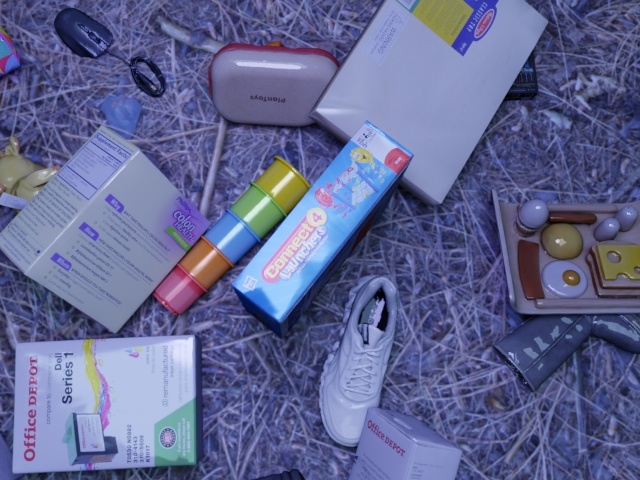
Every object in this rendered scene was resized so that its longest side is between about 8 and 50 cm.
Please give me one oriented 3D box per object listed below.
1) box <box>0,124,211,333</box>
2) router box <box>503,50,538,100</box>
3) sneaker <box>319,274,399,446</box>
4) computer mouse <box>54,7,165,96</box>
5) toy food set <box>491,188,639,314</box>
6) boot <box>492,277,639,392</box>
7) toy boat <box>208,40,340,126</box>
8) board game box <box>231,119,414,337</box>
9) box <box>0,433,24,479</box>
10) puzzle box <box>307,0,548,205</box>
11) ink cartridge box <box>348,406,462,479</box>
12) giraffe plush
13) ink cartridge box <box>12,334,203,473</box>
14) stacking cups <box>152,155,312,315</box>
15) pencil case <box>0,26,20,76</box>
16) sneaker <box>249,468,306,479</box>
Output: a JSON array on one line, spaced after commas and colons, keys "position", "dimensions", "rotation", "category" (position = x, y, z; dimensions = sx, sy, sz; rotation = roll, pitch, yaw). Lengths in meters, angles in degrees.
[{"position": [-0.335, -0.014, 1.127], "dimensions": [0.117, 0.213, 0.243], "rotation": [33, 78, 37], "category": "box"}, {"position": [0.338, -0.310, 1.330], "dimensions": [0.123, 0.038, 0.092], "rotation": [-2, 80, -5], "category": "router box"}, {"position": [0.067, 0.193, 1.178], "dimensions": [0.110, 0.118, 0.291], "rotation": [13, 80, -3], "category": "sneaker"}, {"position": [-0.380, -0.342, 1.288], "dimensions": [0.242, 0.041, 0.071], "rotation": [34, 78, 2], "category": "computer mouse"}, {"position": [0.452, 0.008, 1.217], "dimensions": [0.307, 0.092, 0.219], "rotation": [0, 60, -3], "category": "toy food set"}, {"position": [0.432, 0.183, 1.224], "dimensions": [0.208, 0.076, 0.190], "rotation": [-40, 70, -17], "category": "boot"}, {"position": [-0.078, -0.296, 1.265], "dimensions": [0.231, 0.151, 0.151], "rotation": [4, 50, -3], "category": "toy boat"}, {"position": [0.000, 0.000, 1.112], "dimensions": [0.086, 0.308, 0.302], "rotation": [37, 79, 5], "category": "board game box"}, {"position": [-0.552, 0.364, 1.075], "dimensions": [0.130, 0.170, 0.091], "rotation": [-32, 84, -9], "category": "box"}, {"position": [0.195, -0.300, 1.236], "dimensions": [0.272, 0.052, 0.408], "rotation": [35, 78, -13], "category": "puzzle box"}, {"position": [0.114, 0.387, 1.091], "dimensions": [0.093, 0.160, 0.219], "rotation": [15, 92, -23], "category": "ink cartridge box"}, {"position": [-0.479, -0.071, 1.180], "dimensions": [0.181, 0.210, 0.170], "rotation": [-47, 56, -7], "category": "giraffe plush"}, {"position": [-0.332, 0.258, 1.137], "dimensions": [0.279, 0.117, 0.201], "rotation": [-2, 79, -4], "category": "ink cartridge box"}, {"position": [-0.148, 0.001, 1.219], "dimensions": [0.096, 0.096, 0.316], "rotation": [41, 83, 4], "category": "stacking cups"}, {"position": [-0.639, -0.289, 1.235], "dimensions": [0.236, 0.104, 0.104], "rotation": [-32, 83, -7], "category": "pencil case"}, {"position": [-0.029, 0.497, 1.116], "dimensions": [0.147, 0.104, 0.295], "rotation": [-26, 78, -3], "category": "sneaker"}]
